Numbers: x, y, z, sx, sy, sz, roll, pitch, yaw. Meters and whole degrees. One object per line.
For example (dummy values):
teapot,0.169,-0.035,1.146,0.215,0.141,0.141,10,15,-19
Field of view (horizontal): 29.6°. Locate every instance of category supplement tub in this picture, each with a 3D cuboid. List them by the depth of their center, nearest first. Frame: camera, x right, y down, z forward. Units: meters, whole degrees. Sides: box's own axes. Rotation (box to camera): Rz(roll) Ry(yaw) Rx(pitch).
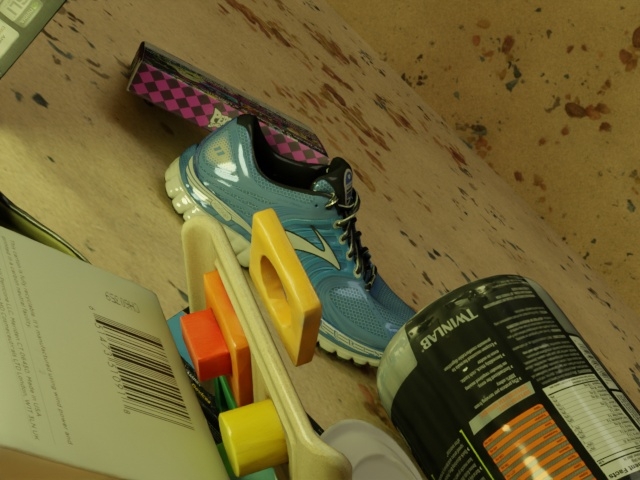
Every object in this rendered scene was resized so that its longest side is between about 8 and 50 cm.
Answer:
supplement tub,0.213,0.214,1.151,0.207,0.207,0.338,23,28,-51

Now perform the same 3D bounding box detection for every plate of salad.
plate of salad,0.039,0.232,0.898,0.200,0.048,0.200,37,40,-40

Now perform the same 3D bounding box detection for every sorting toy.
sorting toy,-0.045,0.108,0.721,0.347,0.047,0.196,91,-26,-47

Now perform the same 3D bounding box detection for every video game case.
video game case,-0.109,-0.150,1.390,0.232,0.042,0.210,26,10,-14

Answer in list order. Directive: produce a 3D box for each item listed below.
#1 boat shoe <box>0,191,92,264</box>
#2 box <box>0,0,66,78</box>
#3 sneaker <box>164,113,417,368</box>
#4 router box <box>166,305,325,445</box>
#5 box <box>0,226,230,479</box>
boat shoe,-0.253,-0.027,0.850,0.223,0.073,0.080,42,17,-10
box,-0.289,-0.344,0.960,0.318,0.395,0.097,39,16,-23
sneaker,0.000,0.000,1.256,0.330,0.147,0.130,42,17,-12
router box,-0.069,0.137,0.945,0.179,0.046,0.133,45,17,2
box,-0.167,0.099,0.677,0.182,0.119,0.181,27,24,-44
